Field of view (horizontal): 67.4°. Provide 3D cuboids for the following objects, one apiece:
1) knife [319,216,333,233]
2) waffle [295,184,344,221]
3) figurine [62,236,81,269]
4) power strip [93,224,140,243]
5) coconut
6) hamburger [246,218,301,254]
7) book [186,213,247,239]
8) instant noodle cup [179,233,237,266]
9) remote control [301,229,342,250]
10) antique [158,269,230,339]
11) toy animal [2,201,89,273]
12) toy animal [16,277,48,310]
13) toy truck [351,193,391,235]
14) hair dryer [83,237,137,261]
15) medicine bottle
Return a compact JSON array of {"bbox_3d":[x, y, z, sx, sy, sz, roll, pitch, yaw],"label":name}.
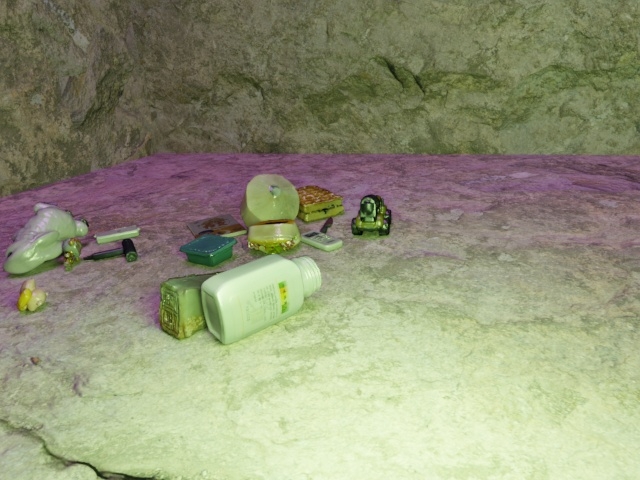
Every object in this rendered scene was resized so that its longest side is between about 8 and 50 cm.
[{"bbox_3d":[0.028,-0.065,2.039,0.035,0.018,0.247,-3,19,13],"label":"knife"},{"bbox_3d":[-0.044,-0.179,2.259,0.212,0.091,0.308,-14,24,-24],"label":"waffle"},{"bbox_3d":[-0.964,0.053,1.856,0.068,0.144,0.101,-3,-22,-11],"label":"figurine"},{"bbox_3d":[-0.900,-0.028,2.129,0.191,0.035,0.081,-14,22,-23],"label":"power strip"},{"bbox_3d":[-0.211,-0.155,2.001,0.238,0.239,0.244,-15,-11,-25],"label":"coconut"},{"bbox_3d":[-0.180,-0.016,1.838,0.210,0.116,0.173,-3,12,16],"label":"hamburger"},{"bbox_3d":[-0.465,-0.056,2.129,0.207,0.020,0.295,-14,22,-22],"label":"book"},{"bbox_3d":[-0.415,0.040,1.791,0.179,0.070,0.157,9,26,32],"label":"instant noodle cup"},{"bbox_3d":[0.000,0.000,1.858,0.087,0.029,0.190,-20,26,-33],"label":"remote control"},{"bbox_3d":[-0.313,0.162,1.381,0.125,0.150,0.284,17,22,37],"label":"antique"},{"bbox_3d":[-1.104,0.001,1.915,0.257,0.194,0.357,-5,32,-8],"label":"toy animal"},{"bbox_3d":[-0.919,0.183,1.535,0.081,0.092,0.114,15,21,-34],"label":"toy animal"},{"bbox_3d":[0.208,-0.117,1.927,0.147,0.166,0.224,0,21,15],"label":"toy truck"},{"bbox_3d":[-0.824,0.058,1.880,0.194,0.050,0.173,-19,23,-22],"label":"hair dryer"},{"bbox_3d":[-0.152,0.141,1.304,0.324,0.179,0.124,-20,26,-33],"label":"medicine bottle"}]
